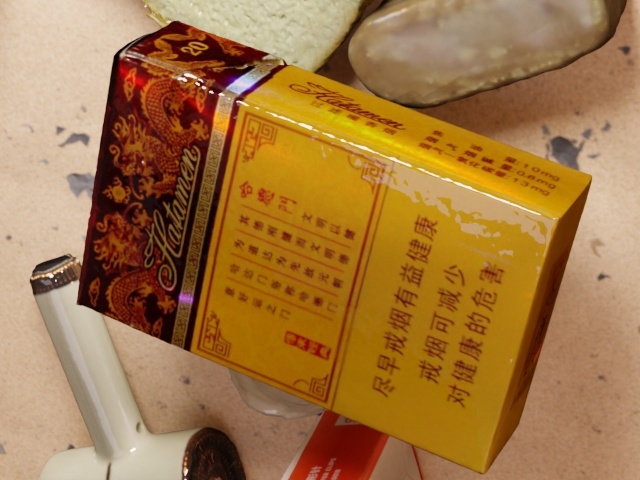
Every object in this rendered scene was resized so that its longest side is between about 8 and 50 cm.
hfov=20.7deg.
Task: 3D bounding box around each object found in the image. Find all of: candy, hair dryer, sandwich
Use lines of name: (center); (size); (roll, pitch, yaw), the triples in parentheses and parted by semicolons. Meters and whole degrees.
candy: (0.142, -0.186, 1.499); (0.234, 0.104, 0.102); (-19, 107, 28)
hair dryer: (-0.230, 0.166, 1.844); (0.203, 0.128, 0.362); (-12, 106, 27)
sandwich: (-0.072, -0.261, 1.543); (0.251, 0.087, 0.226); (38, 134, -3)

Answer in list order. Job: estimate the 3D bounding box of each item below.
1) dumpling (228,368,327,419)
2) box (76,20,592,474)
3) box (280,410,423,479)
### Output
dumpling: (0.008, 0.080, 1.690); (0.162, 0.132, 0.250); (38, 110, 7)
box: (-0.001, 0.000, 1.522); (0.415, 0.116, 0.264); (21, 119, 16)
box: (0.030, 0.260, 1.751); (0.099, 0.182, 0.133); (-6, 119, 24)
